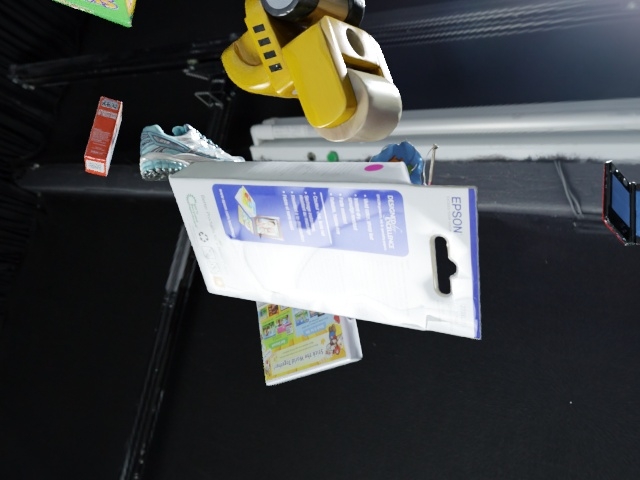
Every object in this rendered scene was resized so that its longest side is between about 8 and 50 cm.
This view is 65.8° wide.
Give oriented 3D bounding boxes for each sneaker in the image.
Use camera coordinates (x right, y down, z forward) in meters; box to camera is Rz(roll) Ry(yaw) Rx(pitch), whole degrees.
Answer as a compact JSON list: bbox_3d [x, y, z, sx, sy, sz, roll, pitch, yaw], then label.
[{"bbox_3d":[-0.279,-0.204,1.128,0.110,0.283,0.122,-11,-93,36],"label":"sneaker"}]

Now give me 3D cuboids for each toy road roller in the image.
[{"bbox_3d":[-0.027,-0.302,0.883,0.240,0.202,0.330,-25,-96,35],"label":"toy road roller"}]

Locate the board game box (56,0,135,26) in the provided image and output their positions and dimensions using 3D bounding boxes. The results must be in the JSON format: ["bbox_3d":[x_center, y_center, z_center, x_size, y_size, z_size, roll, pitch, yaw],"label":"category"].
[{"bbox_3d":[-0.232,-0.257,0.428,0.259,0.124,0.039,-170,-86,-72],"label":"board game box"}]

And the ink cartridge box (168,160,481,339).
[{"bbox_3d":[0.000,0.000,0.571,0.370,0.176,0.069,7,-147,31],"label":"ink cartridge box"}]

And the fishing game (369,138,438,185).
[{"bbox_3d":[0.167,-0.127,1.089,0.041,0.264,0.189,33,-48,45],"label":"fishing game"}]

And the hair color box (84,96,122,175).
[{"bbox_3d":[-0.537,-0.257,1.226,0.093,0.053,0.167,142,-45,-62],"label":"hair color box"}]

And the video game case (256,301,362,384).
[{"bbox_3d":[-0.032,0.103,0.769,0.227,0.026,0.207,-32,-119,47],"label":"video game case"}]

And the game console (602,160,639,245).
[{"bbox_3d":[0.567,-0.068,0.867,0.085,0.124,0.144,-24,-143,50],"label":"game console"}]
